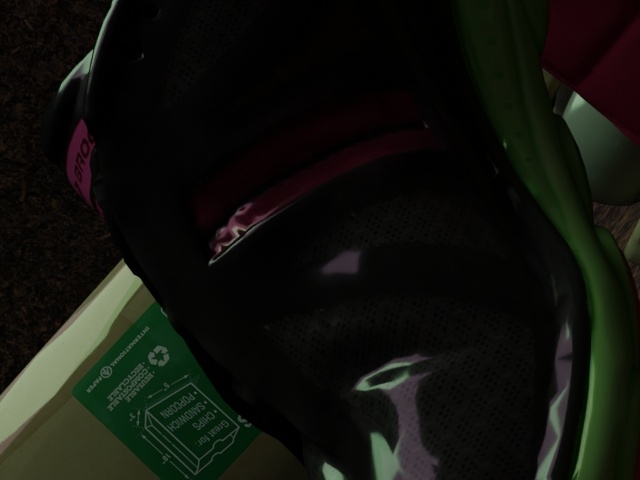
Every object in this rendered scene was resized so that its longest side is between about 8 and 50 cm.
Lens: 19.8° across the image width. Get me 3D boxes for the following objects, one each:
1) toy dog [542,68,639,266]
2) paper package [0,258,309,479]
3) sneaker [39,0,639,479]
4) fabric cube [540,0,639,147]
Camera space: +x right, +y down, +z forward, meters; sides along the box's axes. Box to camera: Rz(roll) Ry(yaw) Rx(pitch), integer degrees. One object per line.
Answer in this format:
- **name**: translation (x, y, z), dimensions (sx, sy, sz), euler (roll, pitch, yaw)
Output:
- **toy dog**: translation (0.217, -0.133, 1.169), dimensions (0.334, 0.220, 0.161), euler (-83, 14, -49)
- **paper package**: translation (-0.064, 0.150, 1.054), dimensions (0.325, 0.168, 0.309), euler (-47, -21, -9)
- **sneaker**: translation (0.000, 0.000, 0.688), dimensions (0.185, 0.202, 0.483), euler (90, 174, -55)
- **fabric cube**: translation (0.220, -0.205, 0.881), dimensions (0.254, 0.259, 0.258), euler (-53, -1, -19)
